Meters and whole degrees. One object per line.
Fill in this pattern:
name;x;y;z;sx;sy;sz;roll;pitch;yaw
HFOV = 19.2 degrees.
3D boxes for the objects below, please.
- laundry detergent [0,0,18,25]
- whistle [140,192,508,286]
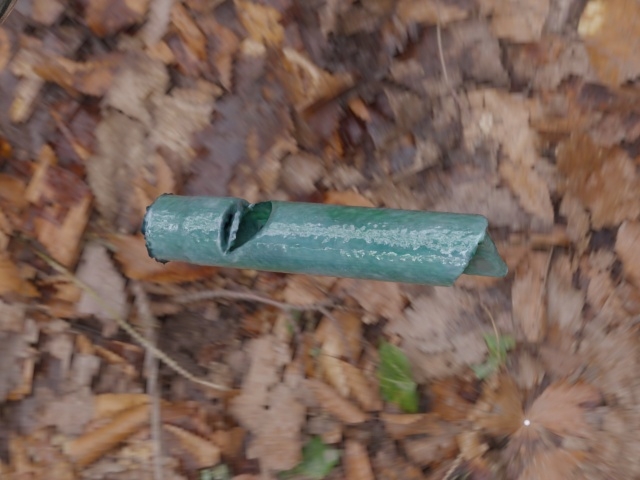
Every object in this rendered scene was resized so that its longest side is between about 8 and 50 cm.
laundry detergent;-0.168;-0.125;0.524;0.280;0.215;0.105;18;76;44
whistle;0.000;0.000;0.919;0.186;0.039;0.039;5;85;30
